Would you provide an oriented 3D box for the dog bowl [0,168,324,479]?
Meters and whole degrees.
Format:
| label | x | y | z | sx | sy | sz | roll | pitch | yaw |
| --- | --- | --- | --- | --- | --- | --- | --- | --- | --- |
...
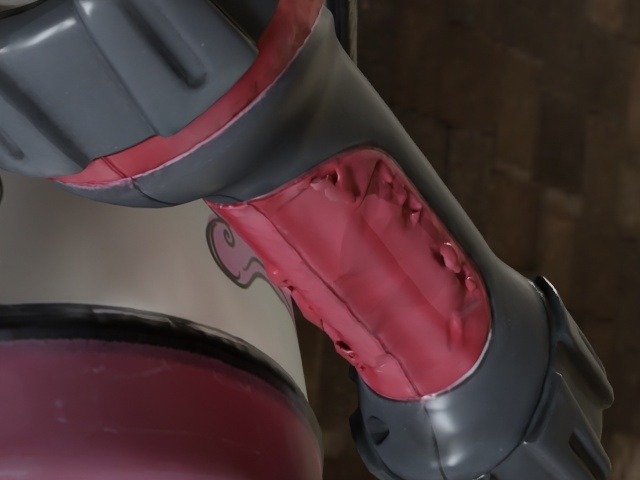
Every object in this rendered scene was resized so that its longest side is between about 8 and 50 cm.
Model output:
| label | x | y | z | sx | sy | sz | roll | pitch | yaw |
| --- | --- | --- | --- | --- | --- | --- | --- | --- | --- |
| dog bowl | -0.177 | 0.112 | 0.635 | 0.408 | 0.408 | 0.150 | 32 | 26 | -56 |

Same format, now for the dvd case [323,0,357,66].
| label | x | y | z | sx | sy | sz | roll | pitch | yaw |
| --- | --- | --- | --- | --- | --- | --- | --- | --- | --- |
| dvd case | -0.077 | -0.135 | 0.635 | 0.253 | 0.180 | 0.022 | 88 | 13 | -55 |

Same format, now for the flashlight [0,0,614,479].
| label | x | y | z | sx | sy | sz | roll | pitch | yaw |
| --- | --- | --- | --- | --- | --- | --- | --- | --- | --- |
| flashlight | 0.000 | 0.000 | 0.543 | 0.103 | 0.103 | 0.304 | -45 | 135 | -6 |
